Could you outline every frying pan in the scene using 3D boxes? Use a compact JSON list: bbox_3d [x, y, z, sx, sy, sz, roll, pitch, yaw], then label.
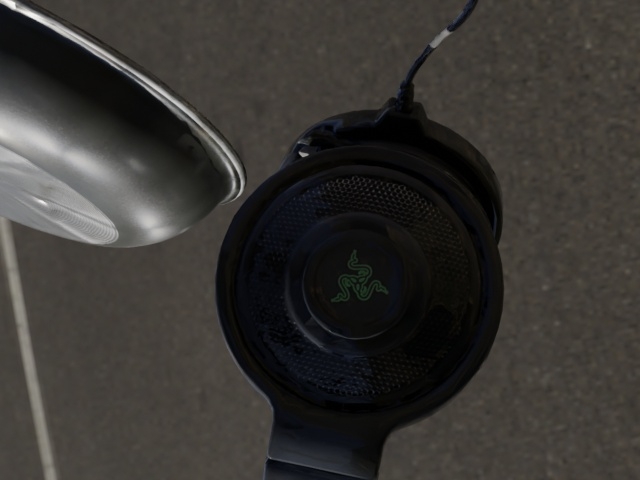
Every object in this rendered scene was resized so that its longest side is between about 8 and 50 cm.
[{"bbox_3d":[-0.163,-0.077,0.469,0.197,0.326,0.053,8,70,47],"label":"frying pan"}]

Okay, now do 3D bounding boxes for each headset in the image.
[{"bbox_3d":[0.000,0.000,0.711,0.243,0.185,0.394,-64,-15,-74],"label":"headset"}]
